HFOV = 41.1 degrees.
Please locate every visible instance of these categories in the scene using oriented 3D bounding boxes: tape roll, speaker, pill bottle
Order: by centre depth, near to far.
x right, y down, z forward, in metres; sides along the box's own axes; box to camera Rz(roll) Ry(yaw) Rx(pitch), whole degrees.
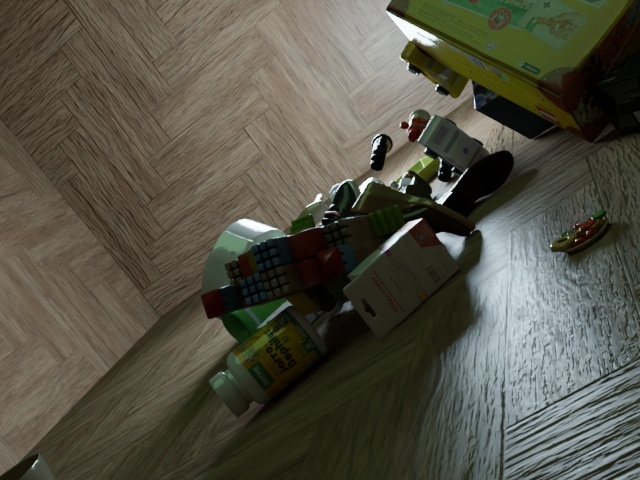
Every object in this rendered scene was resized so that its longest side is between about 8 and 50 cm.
[{"bbox_3d":[-0.098,0.226,1.577,0.208,0.118,0.117,-38,7,-9],"label":"pill bottle"},{"bbox_3d":[-0.116,0.134,2.195,0.296,0.131,0.131,-42,9,-33],"label":"speaker"},{"bbox_3d":[-0.195,0.089,2.292,0.100,0.286,0.286,20,42,26],"label":"tape roll"}]

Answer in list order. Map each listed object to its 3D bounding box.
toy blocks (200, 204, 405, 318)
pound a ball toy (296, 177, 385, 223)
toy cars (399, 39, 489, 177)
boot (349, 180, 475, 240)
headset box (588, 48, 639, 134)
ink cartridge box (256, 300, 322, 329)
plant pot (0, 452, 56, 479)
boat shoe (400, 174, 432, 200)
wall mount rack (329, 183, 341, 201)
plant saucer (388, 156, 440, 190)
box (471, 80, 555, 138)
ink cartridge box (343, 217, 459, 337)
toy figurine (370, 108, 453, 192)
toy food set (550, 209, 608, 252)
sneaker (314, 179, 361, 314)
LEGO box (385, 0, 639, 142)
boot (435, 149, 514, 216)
[{"bbox_3d":[-0.053,0.048,1.607,0.381,0.191,0.261,-21,-5,30],"label":"toy blocks"},{"bbox_3d":[0.088,-0.070,2.119,0.135,0.208,0.319,-35,11,26],"label":"pound a ball toy"},{"bbox_3d":[0.311,-0.315,2.030,0.176,0.394,0.087,-21,20,-16],"label":"toy cars"},{"bbox_3d":[0.164,0.011,1.703,0.207,0.248,0.090,-71,-18,1],"label":"boot"},{"bbox_3d":[0.643,-0.318,1.460,0.293,0.110,0.218,-38,7,-5],"label":"headset box"},{"bbox_3d":[-0.049,0.163,1.954,0.181,0.061,0.104,-41,8,-29],"label":"ink cartridge box"},{"bbox_3d":[-0.541,0.535,1.472,0.284,0.191,0.284,-36,8,6],"label":"plant pot"},{"bbox_3d":[0.242,-0.105,2.220,0.073,0.080,0.223,-56,1,23],"label":"boat shoe"},{"bbox_3d":[0.024,-0.005,2.442,0.350,0.130,0.304,-94,28,-83],"label":"wall mount rack"},{"bbox_3d":[0.299,-0.198,2.609,0.188,0.045,0.188,-40,8,-21],"label":"plant saucer"},{"bbox_3d":[0.515,-0.492,1.994,0.293,0.212,0.396,-30,52,43],"label":"box"},{"bbox_3d":[0.130,0.067,1.487,0.198,0.115,0.067,-39,8,-18],"label":"ink cartridge box"},{"bbox_3d":[0.258,-0.232,2.367,0.213,0.209,0.148,-34,19,27],"label":"toy figurine"},{"bbox_3d":[0.370,-0.011,1.210,0.082,0.020,0.083,-43,9,-37],"label":"toy food set"},{"bbox_3d":[0.000,0.000,1.825,0.104,0.146,0.296,-1,75,60],"label":"sneaker"},{"bbox_3d":[0.439,-0.485,1.726,0.372,0.193,0.500,-52,51,3],"label":"LEGO box"},{"bbox_3d":[0.322,-0.118,1.869,0.219,0.082,0.106,-41,10,-11],"label":"boot"}]
